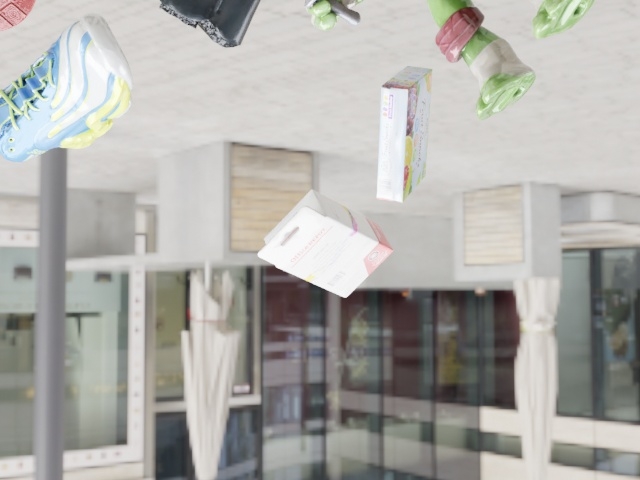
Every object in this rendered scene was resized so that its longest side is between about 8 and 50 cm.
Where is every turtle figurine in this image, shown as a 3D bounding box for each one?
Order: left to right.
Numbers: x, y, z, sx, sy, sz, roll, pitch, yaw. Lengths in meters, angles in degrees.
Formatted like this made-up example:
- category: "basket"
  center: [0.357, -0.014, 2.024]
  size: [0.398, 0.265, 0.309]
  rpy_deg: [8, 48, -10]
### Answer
- category: "turtle figurine"
  center: [0.071, -0.236, 0.765]
  size: [0.198, 0.266, 0.274]
  rpy_deg: [-44, 161, 9]

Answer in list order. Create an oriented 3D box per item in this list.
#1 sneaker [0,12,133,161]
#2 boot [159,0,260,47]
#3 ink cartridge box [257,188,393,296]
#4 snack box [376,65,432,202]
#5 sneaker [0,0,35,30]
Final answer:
- category: "sneaker"
  center: [-0.259, -0.127, 0.886]
  size: [0.126, 0.091, 0.240]
  rpy_deg: [-30, 177, -26]
- category: "boot"
  center: [-0.079, -0.359, 1.274]
  size: [0.246, 0.207, 0.094]
  rpy_deg: [18, -162, -26]
- category: "ink cartridge box"
  center: [0.000, 0.000, 1.400]
  size: [0.198, 0.067, 0.115]
  rpy_deg: [27, 116, -42]
- category: "snack box"
  center: [0.102, -0.129, 1.123]
  size: [0.037, 0.141, 0.100]
  rpy_deg: [10, -153, 19]
- category: "sneaker"
  center: [-0.651, -0.465, 1.841]
  size: [0.221, 0.128, 0.087]
  rpy_deg: [-33, 132, 16]
